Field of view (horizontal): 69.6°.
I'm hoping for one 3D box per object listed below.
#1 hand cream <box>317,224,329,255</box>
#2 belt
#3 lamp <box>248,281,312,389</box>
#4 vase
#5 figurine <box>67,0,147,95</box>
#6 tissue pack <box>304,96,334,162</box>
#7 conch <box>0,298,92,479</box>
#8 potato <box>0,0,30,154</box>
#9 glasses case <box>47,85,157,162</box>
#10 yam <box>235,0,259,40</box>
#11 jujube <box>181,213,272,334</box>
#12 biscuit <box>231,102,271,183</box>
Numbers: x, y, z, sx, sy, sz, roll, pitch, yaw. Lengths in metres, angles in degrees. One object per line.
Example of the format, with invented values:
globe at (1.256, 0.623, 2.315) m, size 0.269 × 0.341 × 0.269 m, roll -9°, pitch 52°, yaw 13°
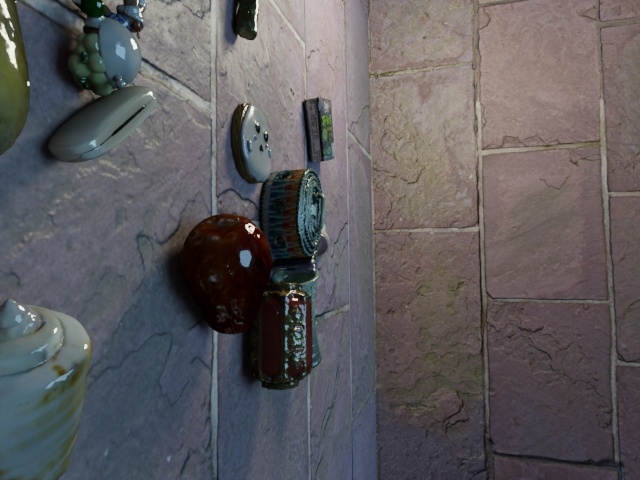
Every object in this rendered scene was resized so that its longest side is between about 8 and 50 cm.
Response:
hand cream at (0.000, 0.000, 1.734) m, size 0.248 × 0.083 × 0.133 m, roll -59°, pitch 147°, yaw -77°
belt at (-0.069, -0.069, 1.344) m, size 0.207 × 0.160 × 0.295 m, roll 57°, pitch 35°, yaw -60°
lamp at (-0.103, 0.246, 1.205) m, size 0.177 × 0.176 × 0.274 m, roll 15°, pitch 76°, yaw -73°
vase at (-0.060, 0.240, 1.396) m, size 0.143 × 0.143 × 0.299 m, roll -54°, pitch 142°, yaw -64°
figurine at (-0.313, -0.305, 0.687) m, size 0.147 × 0.093 × 0.197 m, roll 104°, pitch -16°, yaw -65°
tissue pack at (0.001, -0.420, 1.761) m, size 0.173 × 0.073 × 0.236 m, roll -41°, pitch 127°, yaw -69°
conch at (-0.324, 0.183, 0.529) m, size 0.158 × 0.127 × 0.255 m, roll -61°, pitch 146°, yaw -60°
potato at (-0.369, -0.197, 0.403) m, size 0.191 × 0.141 × 0.297 m, roll -11°, pitch 100°, yaw -56°
glasses case at (-0.315, -0.177, 0.680) m, size 0.204 × 0.080 × 0.051 m, roll -70°, pitch 155°, yaw -47°
yam at (-0.185, -0.645, 1.193) m, size 0.061 × 0.061 × 0.253 m, roll 34°, pitch 56°, yaw -70°
jujube at (-0.190, 0.073, 0.948) m, size 0.190 × 0.189 × 0.256 m, roll -64°, pitch 165°, yaw -57°
biscuit at (-0.174, -0.255, 1.212) m, size 0.181 × 0.049 × 0.208 m, roll -8°, pitch 98°, yaw -74°
